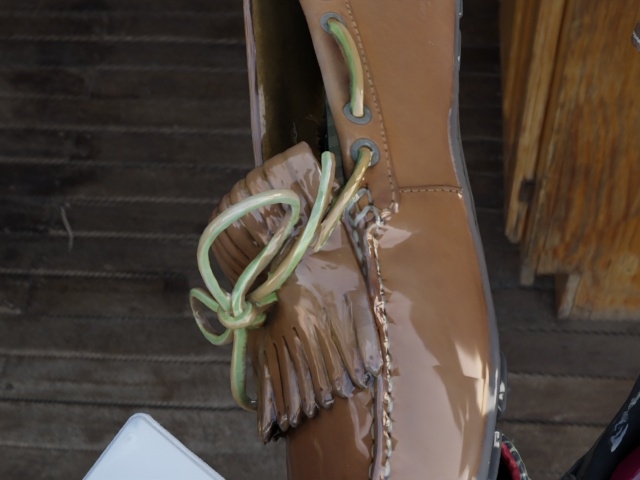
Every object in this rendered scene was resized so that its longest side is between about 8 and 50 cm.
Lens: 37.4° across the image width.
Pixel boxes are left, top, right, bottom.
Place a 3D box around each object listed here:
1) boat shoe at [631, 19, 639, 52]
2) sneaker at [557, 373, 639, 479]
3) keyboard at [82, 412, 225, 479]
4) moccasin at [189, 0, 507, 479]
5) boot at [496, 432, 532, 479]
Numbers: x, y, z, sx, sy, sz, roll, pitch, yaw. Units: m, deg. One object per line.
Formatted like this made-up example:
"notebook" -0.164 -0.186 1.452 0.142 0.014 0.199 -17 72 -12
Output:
"boat shoe" 0.317 -0.026 0.631 0.324 0.116 0.123 42 28 -8
"sneaker" 0.193 0.281 0.670 0.185 0.202 0.483 3 46 37
"keyboard" -0.112 0.180 0.315 0.072 0.014 0.256 37 89 17
"moccasin" 0.001 -0.001 0.451 0.147 0.139 0.380 11 68 -22
"boot" 0.077 0.230 0.555 0.085 0.178 0.236 9 68 18
